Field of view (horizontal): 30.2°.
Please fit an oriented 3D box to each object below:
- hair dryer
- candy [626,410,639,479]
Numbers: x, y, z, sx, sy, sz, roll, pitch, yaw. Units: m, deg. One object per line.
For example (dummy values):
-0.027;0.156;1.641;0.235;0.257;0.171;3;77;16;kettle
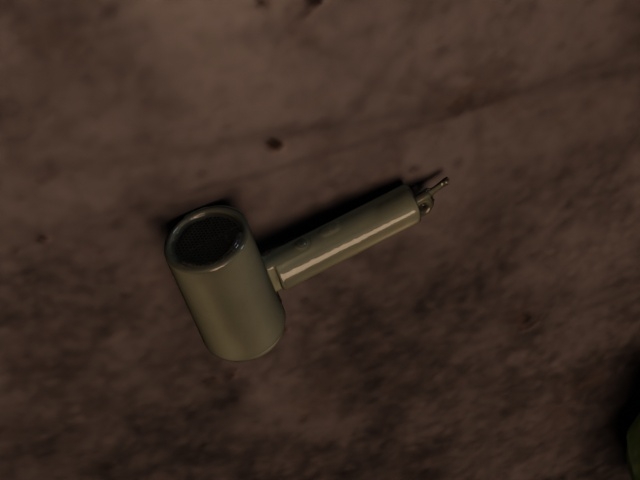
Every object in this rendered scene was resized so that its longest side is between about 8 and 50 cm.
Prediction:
0.000;0.000;0.496;0.124;0.038;0.063;-26;137;-7;hair dryer
0.345;0.106;0.680;0.344;0.132;0.142;-16;122;-10;candy
